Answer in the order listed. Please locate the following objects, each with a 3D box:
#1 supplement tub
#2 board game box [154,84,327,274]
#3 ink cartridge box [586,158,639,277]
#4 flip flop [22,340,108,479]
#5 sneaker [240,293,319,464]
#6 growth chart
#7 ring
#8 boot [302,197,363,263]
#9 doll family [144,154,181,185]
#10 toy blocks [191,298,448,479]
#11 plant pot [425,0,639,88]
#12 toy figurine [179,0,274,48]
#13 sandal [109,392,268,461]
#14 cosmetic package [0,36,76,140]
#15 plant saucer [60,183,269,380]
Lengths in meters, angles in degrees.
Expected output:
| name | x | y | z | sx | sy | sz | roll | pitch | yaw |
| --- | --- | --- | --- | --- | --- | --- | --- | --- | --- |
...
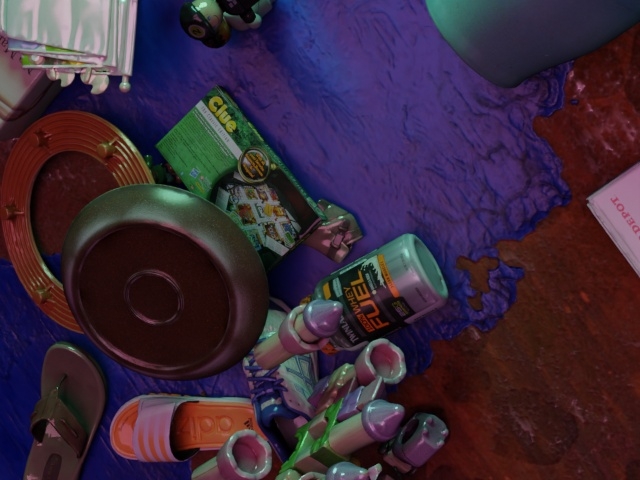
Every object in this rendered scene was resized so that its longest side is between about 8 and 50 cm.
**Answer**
| name | x | y | z | sx | sy | sz | roll | pitch | yaw |
| --- | --- | --- | --- | --- | --- | --- | --- | --- | --- |
| supplement tub | 0.074 | 0.081 | 1.871 | 0.190 | 0.117 | 0.117 | -30 | 89 | 16 |
| board game box | -0.117 | -0.085 | 1.920 | 0.136 | 0.030 | 0.259 | -42 | 75 | 18 |
| ink cartridge box | 0.486 | -0.055 | 1.760 | 0.218 | 0.092 | 0.158 | -36 | 88 | 14 |
| flip flop | -0.405 | 0.291 | 2.042 | 0.112 | 0.080 | 0.277 | 19 | 102 | 11 |
| sneaker | -0.055 | 0.208 | 1.915 | 0.112 | 0.131 | 0.296 | -30 | 88 | 18 |
| growth chart | -0.362 | -0.303 | 1.851 | 0.237 | 0.021 | 0.171 | 17 | 103 | 8 |
| ring | -0.361 | -0.023 | 1.953 | 0.337 | 0.032 | 0.336 | 9 | 106 | 35 |
| boot | 0.000 | 0.000 | 1.919 | 0.118 | 0.042 | 0.087 | -44 | 88 | 16 |
| doll family | -0.222 | -0.028 | 1.936 | 0.076 | 0.111 | 0.193 | -33 | 89 | 16 |
| toy blocks | 0.051 | 0.254 | 1.736 | 0.309 | 0.288 | 0.260 | 37 | 139 | -14 |
| plant pot | 0.282 | -0.341 | 1.701 | 0.255 | 0.272 | 0.271 | -40 | 86 | 31 |
| toy figurine | -0.164 | -0.370 | 1.823 | 0.148 | 0.209 | 0.213 | -40 | 90 | -1 |
| sandal | -0.202 | 0.280 | 1.990 | 0.265 | 0.076 | 0.101 | -7 | 95 | 15 |
| cosmetic package | -0.423 | -0.304 | 1.942 | 0.153 | 0.129 | 0.296 | 41 | 106 | 4 |
| plant saucer | -0.227 | 0.072 | 1.860 | 0.311 | 0.050 | 0.310 | 6 | 117 | 12 |
